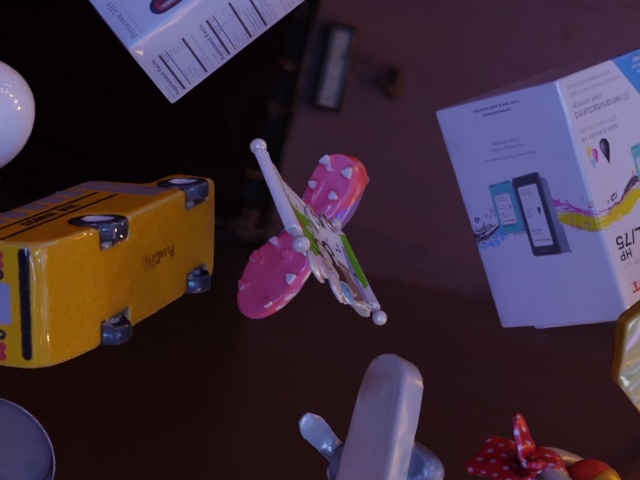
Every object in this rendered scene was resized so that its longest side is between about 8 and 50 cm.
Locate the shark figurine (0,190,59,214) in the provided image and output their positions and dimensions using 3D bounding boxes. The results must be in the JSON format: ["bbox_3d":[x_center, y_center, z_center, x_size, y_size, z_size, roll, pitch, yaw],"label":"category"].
[{"bbox_3d":[-0.358,-0.003,1.459,0.116,0.278,0.166,-44,149,-27],"label":"shark figurine"}]

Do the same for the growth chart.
[{"bbox_3d":[0.000,0.000,1.397,0.237,0.021,0.172,46,15,-57],"label":"growth chart"}]

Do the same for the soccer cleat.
[{"bbox_3d":[-0.017,0.000,1.841,0.248,0.083,0.095,-58,153,1],"label":"soccer cleat"}]

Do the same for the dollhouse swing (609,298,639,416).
[{"bbox_3d":[0.467,0.107,1.133,0.305,0.347,0.315,-41,-168,-13],"label":"dollhouse swing"}]

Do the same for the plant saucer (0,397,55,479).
[{"bbox_3d":[-0.431,0.282,1.918,0.029,0.168,0.168,-52,158,-67],"label":"plant saucer"}]

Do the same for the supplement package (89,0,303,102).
[{"bbox_3d":[-0.146,-0.314,1.757,0.244,0.139,0.134,-39,149,-2],"label":"supplement package"}]

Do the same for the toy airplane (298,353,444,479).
[{"bbox_3d":[0.003,0.329,1.149,0.386,0.272,0.384,-41,-134,8],"label":"toy airplane"}]

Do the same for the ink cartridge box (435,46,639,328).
[{"bbox_3d":[0.298,-0.059,1.619,0.197,0.198,0.270,-9,-79,52],"label":"ink cartridge box"}]

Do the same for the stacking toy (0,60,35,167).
[{"bbox_3d":[-0.439,-0.065,1.229,0.480,0.350,0.350,-30,148,-42],"label":"stacking toy"}]

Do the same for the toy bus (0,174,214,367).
[{"bbox_3d":[-0.204,0.016,1.270,0.332,0.130,0.108,-35,127,-68],"label":"toy bus"}]

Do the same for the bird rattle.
[{"bbox_3d":[0.316,0.317,1.771,0.207,0.253,0.143,14,101,-58],"label":"bird rattle"}]
